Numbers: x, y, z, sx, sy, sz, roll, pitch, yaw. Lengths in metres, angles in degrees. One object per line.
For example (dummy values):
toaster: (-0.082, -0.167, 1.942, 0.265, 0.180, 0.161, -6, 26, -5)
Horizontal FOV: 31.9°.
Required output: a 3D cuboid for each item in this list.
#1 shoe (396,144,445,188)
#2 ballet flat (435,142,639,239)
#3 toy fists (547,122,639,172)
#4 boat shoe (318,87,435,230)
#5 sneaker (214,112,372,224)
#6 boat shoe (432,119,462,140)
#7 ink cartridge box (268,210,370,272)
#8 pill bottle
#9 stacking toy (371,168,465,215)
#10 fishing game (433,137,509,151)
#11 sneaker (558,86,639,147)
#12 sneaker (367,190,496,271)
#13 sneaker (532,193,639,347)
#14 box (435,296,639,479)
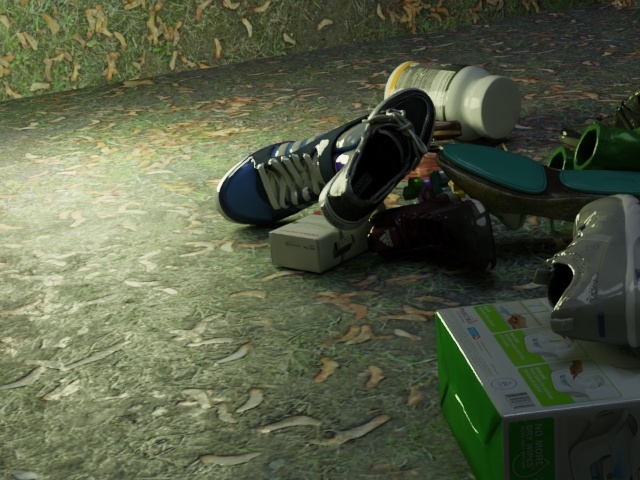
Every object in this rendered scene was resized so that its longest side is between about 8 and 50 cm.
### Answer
shoe: (0.180, -0.139, 2.079, 0.178, 0.081, 0.063, 12, 24, 41)
ballet flat: (0.340, -0.061, 1.695, 0.348, 0.123, 0.123, 9, 19, 1)
toy fists: (0.473, -0.126, 1.819, 0.142, 0.096, 0.279, 14, -11, -5)
boat shoe: (0.105, -0.146, 1.716, 0.306, 0.113, 0.105, -47, 2, -36)
sneaker: (-0.011, -0.119, 1.856, 0.322, 0.130, 0.236, -18, 2, -12)
boat shoe: (0.194, -0.239, 2.344, 0.207, 0.073, 0.073, -4, -7, 22)
ink cartridge box: (0.000, 0.000, 1.734, 0.099, 0.056, 0.135, 9, 22, 37)
pill bottle: (0.285, -0.301, 2.421, 0.162, 0.162, 0.278, -19, 23, -38)
stacking toy: (0.188, -0.092, 1.868, 0.167, 0.052, 0.221, -11, -4, -17)
fishing game: (0.251, -0.180, 2.259, 0.264, 0.041, 0.189, -2, 15, 9)
sneaker: (0.589, -0.243, 2.225, 0.227, 0.130, 0.087, 2, 17, 27)
sneaker: (0.155, -0.001, 1.659, 0.162, 0.106, 0.281, -12, 8, -5)
sneaker: (0.269, 0.021, 1.121, 0.115, 0.105, 0.281, -3, 15, 8)
box: (0.253, 0.151, 1.094, 0.231, 0.127, 0.262, -6, 18, -6)
